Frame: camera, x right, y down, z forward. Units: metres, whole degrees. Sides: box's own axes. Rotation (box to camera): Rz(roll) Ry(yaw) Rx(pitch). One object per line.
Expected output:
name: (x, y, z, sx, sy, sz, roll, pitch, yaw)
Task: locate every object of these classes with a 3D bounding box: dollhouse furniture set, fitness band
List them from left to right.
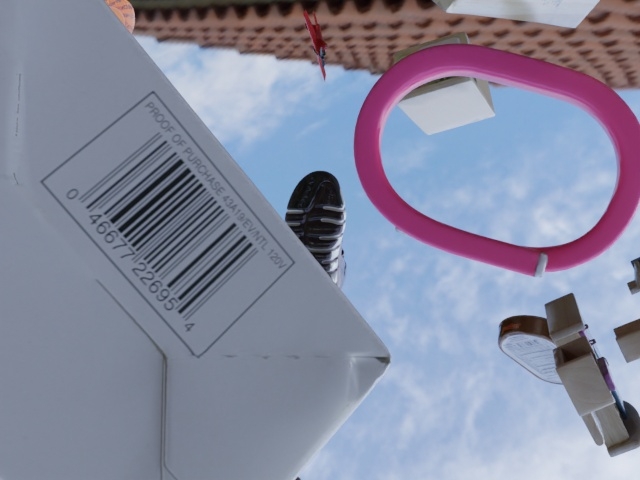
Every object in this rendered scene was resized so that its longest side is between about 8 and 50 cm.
fitness band: (0.175, -0.082, 0.859, 0.290, 0.209, 0.054, 18, -175, 12)
dollhouse furniture set: (0.487, 0.145, 1.147, 0.303, 0.198, 0.286, -27, -172, 17)

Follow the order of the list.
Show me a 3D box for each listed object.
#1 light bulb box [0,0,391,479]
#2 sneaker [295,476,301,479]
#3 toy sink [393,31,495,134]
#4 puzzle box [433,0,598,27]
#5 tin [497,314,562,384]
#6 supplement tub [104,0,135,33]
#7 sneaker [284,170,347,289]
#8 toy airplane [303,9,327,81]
light bulb box: (-0.204, 0.035, 0.627, 0.225, 0.358, 0.361, -44, -165, -23)
sneaker: (-0.118, 0.436, 1.570, 0.188, 0.071, 0.066, -15, -154, 44)
toy sink: (0.239, -0.317, 1.701, 0.152, 0.131, 0.234, -15, 166, 21)
puzzle box: (0.084, -0.281, 0.695, 0.052, 0.272, 0.409, -50, 166, 26)
tin: (0.364, 0.180, 1.385, 0.106, 0.189, 0.040, -18, -135, 48)
supplement tub: (-0.290, -0.280, 0.926, 0.117, 0.117, 0.190, -36, -113, -19)
sneaker: (0.000, 0.000, 1.561, 0.106, 0.282, 0.162, 7, -163, 10)
toy airplane: (-0.005, -0.381, 1.636, 0.028, 0.151, 0.151, -18, -150, 3)
